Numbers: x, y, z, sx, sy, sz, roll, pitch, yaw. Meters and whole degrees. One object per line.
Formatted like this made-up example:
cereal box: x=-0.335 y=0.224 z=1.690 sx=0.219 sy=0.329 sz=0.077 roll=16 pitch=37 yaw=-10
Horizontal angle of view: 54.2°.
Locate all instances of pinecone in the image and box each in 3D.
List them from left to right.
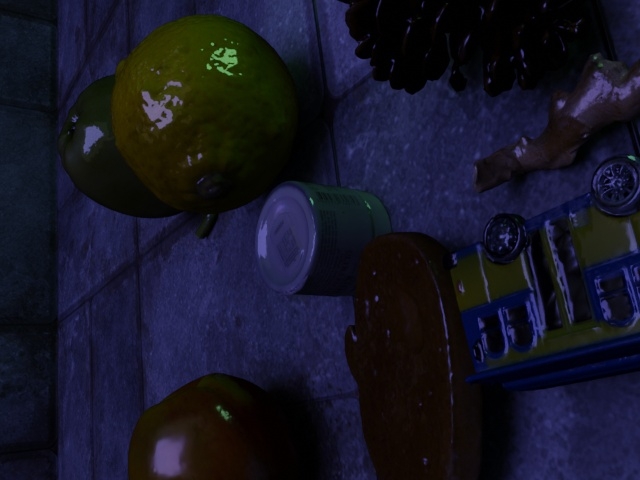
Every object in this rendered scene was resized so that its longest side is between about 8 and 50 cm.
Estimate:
pinecone: x=0.169 y=-0.270 z=0.727 sx=0.292 sy=0.246 sz=0.246 roll=35 pitch=115 yaw=35

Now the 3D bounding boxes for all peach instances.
peach: x=-0.178 y=0.404 z=1.090 sx=0.307 sy=0.307 sz=0.333 roll=-26 pitch=81 yaw=51

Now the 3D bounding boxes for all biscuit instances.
biscuit: x=0.117 y=0.172 z=0.848 sx=0.314 sy=0.063 sz=0.368 roll=176 pitch=91 yaw=-70

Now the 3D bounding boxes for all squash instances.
squash: x=-0.269 y=-0.039 z=1.480 sx=0.083 sy=0.027 sz=0.027 roll=-52 pitch=47 yaw=37

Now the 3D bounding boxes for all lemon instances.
lemon: x=-0.206 y=-0.218 z=1.141 sx=0.350 sy=0.349 sz=0.387 roll=-48 pitch=41 yaw=41

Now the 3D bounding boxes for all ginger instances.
ginger: x=0.280 y=-0.139 z=0.677 sx=0.288 sy=0.075 sz=0.089 roll=-35 pitch=81 yaw=42

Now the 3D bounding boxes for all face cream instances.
face cream: x=0.000 y=0.000 z=0.987 sx=0.177 sy=0.152 sz=0.177 roll=-6 pitch=82 yaw=54

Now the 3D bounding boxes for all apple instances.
apple: x=-0.420 y=-0.222 z=1.468 sx=0.357 sy=0.357 sz=0.358 roll=-9 pitch=78 yaw=54

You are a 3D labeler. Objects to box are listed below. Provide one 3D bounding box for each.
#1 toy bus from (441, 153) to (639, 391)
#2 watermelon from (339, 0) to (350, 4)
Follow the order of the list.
toy bus: x=0.270 y=0.042 z=0.611 sx=0.287 sy=0.138 sz=0.175 roll=-32 pitch=59 yaw=49
watermelon: x=0.054 y=-0.515 z=0.979 sx=0.176 sy=0.256 sz=0.260 roll=-49 pitch=13 yaw=-28
